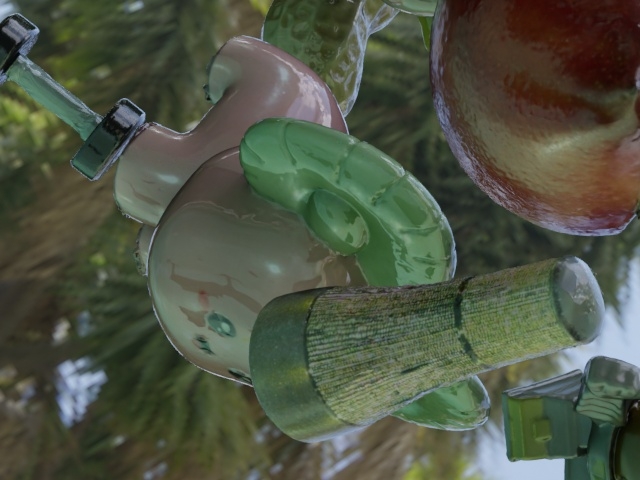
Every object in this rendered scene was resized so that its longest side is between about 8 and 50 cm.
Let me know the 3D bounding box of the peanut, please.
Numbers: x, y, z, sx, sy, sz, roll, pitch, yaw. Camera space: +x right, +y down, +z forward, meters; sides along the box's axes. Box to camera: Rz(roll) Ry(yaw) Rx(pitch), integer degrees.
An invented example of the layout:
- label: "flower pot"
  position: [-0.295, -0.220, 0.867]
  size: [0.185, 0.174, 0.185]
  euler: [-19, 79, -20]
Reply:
- label: "peanut"
  position: [0.018, -0.242, 1.902]
  size: [0.136, 0.298, 0.120]
  euler: [34, -21, -31]

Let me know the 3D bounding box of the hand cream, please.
- label: "hand cream"
  position: [0.057, 0.048, 0.952]
  size: [0.203, 0.084, 0.084]
  euler: [-18, -80, 39]

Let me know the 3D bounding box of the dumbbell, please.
- label: "dumbbell"
  position: [-0.297, -0.160, 2.046]
  size: [0.191, 0.100, 0.100]
  euler: [38, -37, -4]

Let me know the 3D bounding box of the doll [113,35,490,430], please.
- label: "doll"
  position: [0.000, 0.000, 1.218]
  size: [0.268, 0.216, 0.284]
  euler: [25, -29, 29]

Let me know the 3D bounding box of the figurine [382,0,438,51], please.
- label: "figurine"
  position: [0.146, -0.378, 1.648]
  size: [0.361, 0.377, 0.266]
  euler: [-33, -116, 14]

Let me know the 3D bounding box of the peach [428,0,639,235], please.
- label: "peach"
  position: [0.183, -0.135, 1.488]
  size: [0.201, 0.361, 0.258]
  euler: [12, -81, 6]

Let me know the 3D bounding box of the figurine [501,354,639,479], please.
- label: "figurine"
  position: [0.345, 0.223, 1.851]
  size: [0.285, 0.342, 0.167]
  euler: [7, -101, 51]
